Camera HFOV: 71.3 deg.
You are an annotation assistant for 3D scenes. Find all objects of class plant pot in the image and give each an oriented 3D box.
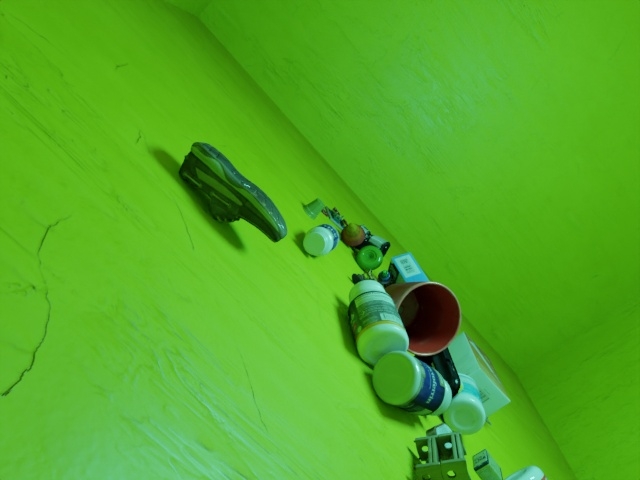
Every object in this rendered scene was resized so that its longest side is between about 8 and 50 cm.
[{"bbox_3d":[-0.024,-0.150,2.032,0.083,0.079,0.083,46,15,-16],"label":"plant pot"},{"bbox_3d":[0.343,0.273,1.677,0.275,0.275,0.243,46,-12,-14],"label":"plant pot"}]

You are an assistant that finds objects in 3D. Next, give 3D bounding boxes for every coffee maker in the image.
[{"bbox_3d":[0.230,0.033,2.226,0.178,0.171,0.120,34,-16,26],"label":"coffee maker"}]

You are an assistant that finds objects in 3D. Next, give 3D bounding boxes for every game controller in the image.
[{"bbox_3d":[0.405,0.471,1.592,0.067,0.166,0.319,29,19,-7],"label":"game controller"}]

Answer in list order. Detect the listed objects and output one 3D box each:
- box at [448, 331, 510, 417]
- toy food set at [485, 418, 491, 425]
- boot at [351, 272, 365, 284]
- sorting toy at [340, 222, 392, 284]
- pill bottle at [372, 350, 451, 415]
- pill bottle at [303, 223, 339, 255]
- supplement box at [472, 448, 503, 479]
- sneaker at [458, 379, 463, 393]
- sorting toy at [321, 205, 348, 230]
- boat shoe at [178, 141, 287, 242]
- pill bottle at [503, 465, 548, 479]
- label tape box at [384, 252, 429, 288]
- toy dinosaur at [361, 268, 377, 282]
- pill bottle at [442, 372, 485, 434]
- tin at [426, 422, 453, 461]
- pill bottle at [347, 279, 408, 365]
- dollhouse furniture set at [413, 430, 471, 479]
[{"bbox_3d":[0.705,0.622,2.081,0.215,0.168,0.345,46,15,-8],"label":"box"},{"bbox_3d":[0.757,0.802,2.085,0.122,0.019,0.078,44,16,-22],"label":"toy food set"},{"bbox_3d":[0.164,0.161,1.898,0.106,0.037,0.114,59,15,-18],"label":"boot"},{"bbox_3d":[0.216,0.043,2.093,0.365,0.127,0.126,56,-7,25],"label":"sorting toy"},{"bbox_3d":[0.285,0.441,1.347,0.264,0.153,0.153,36,20,-42],"label":"pill bottle"},{"bbox_3d":[0.000,0.000,1.675,0.112,0.112,0.187,51,15,2],"label":"pill bottle"},{"bbox_3d":[0.574,0.783,1.531,0.083,0.056,0.083,52,15,5],"label":"supplement box"},{"bbox_3d":[0.413,0.527,1.649,0.091,0.126,0.240,58,-17,-5],"label":"sneaker"},{"bbox_3d":[0.087,-0.126,2.356,0.274,0.046,0.132,40,18,-32],"label":"sorting toy"},{"bbox_3d":[-0.242,-0.114,1.232,0.355,0.130,0.132,45,11,4],"label":"boat shoe"},{"bbox_3d":[0.714,0.903,1.401,0.323,0.181,0.181,57,16,25],"label":"pill bottle"},{"bbox_3d":[0.409,0.264,2.121,0.347,0.115,0.249,96,-28,-50],"label":"label tape box"},{"bbox_3d":[0.235,0.189,1.986,0.112,0.064,0.211,48,15,-10],"label":"toy dinosaur"},{"bbox_3d":[0.529,0.598,1.680,0.146,0.146,0.264,50,14,1],"label":"pill bottle"},{"bbox_3d":[0.394,0.638,1.414,0.189,0.040,0.106,25,33,-58],"label":"tin"},{"bbox_3d":[0.178,0.260,1.462,0.162,0.162,0.278,43,16,-25],"label":"pill bottle"},{"bbox_3d":[0.325,0.620,1.147,0.129,0.129,0.184,-34,108,-75],"label":"dollhouse furniture set"}]
